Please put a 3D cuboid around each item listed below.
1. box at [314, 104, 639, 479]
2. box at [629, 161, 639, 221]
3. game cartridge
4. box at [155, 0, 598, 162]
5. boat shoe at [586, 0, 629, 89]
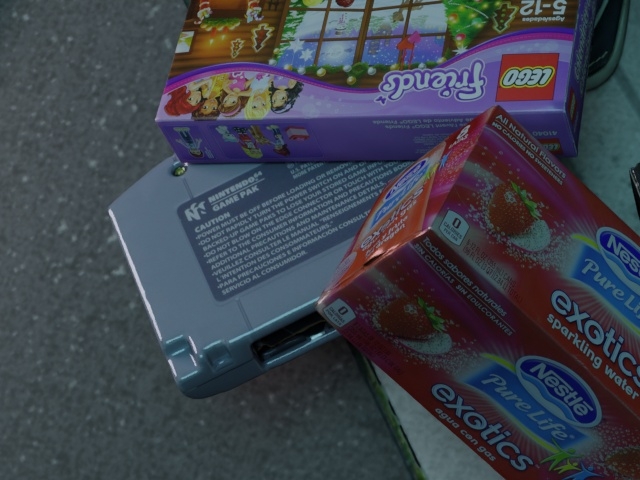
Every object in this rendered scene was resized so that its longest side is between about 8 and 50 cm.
[{"bbox_3d":[0.142,0.059,1.054,0.257,0.122,0.128,42,46,-11],"label":"box"},{"bbox_3d":[0.307,-0.021,1.134,0.180,0.147,0.077,-21,66,8],"label":"box"},{"bbox_3d":[0.005,-0.029,1.201,0.294,0.060,0.196,-26,54,0],"label":"game cartridge"},{"bbox_3d":[0.046,-0.152,1.205,0.293,0.057,0.201,0,57,20],"label":"box"},{"bbox_3d":[0.194,-0.241,1.285,0.095,0.079,0.254,7,72,19],"label":"boat shoe"}]
